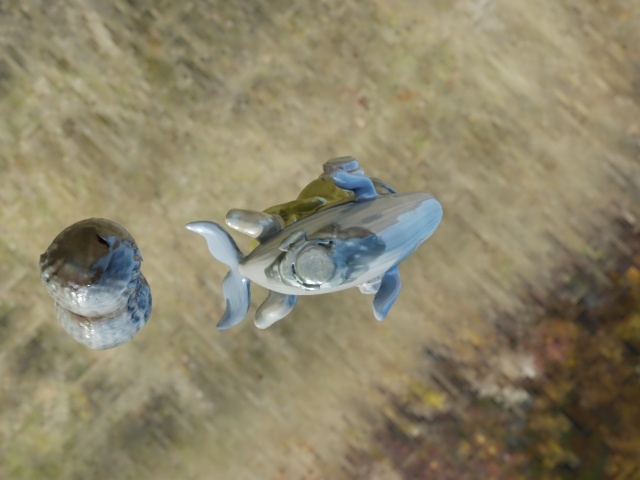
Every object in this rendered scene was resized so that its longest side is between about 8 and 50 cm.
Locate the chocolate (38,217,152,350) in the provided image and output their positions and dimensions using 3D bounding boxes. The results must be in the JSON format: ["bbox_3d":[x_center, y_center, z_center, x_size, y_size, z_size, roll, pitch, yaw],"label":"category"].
[{"bbox_3d":[-0.233,0.048,1.727,0.110,0.110,0.248,-44,166,-12],"label":"chocolate"}]

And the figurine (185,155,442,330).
[{"bbox_3d":[0.000,0.000,1.374,0.208,0.128,0.184,-14,-169,4],"label":"figurine"}]
